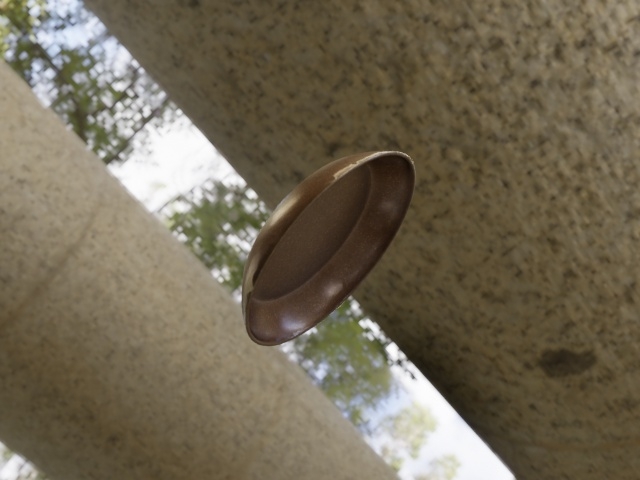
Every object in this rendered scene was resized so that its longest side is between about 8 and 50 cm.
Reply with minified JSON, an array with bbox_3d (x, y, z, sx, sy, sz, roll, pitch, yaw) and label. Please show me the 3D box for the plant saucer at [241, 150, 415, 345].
[{"bbox_3d":[0.000,0.000,0.912,0.036,0.198,0.198,40,-99,22],"label":"plant saucer"}]
